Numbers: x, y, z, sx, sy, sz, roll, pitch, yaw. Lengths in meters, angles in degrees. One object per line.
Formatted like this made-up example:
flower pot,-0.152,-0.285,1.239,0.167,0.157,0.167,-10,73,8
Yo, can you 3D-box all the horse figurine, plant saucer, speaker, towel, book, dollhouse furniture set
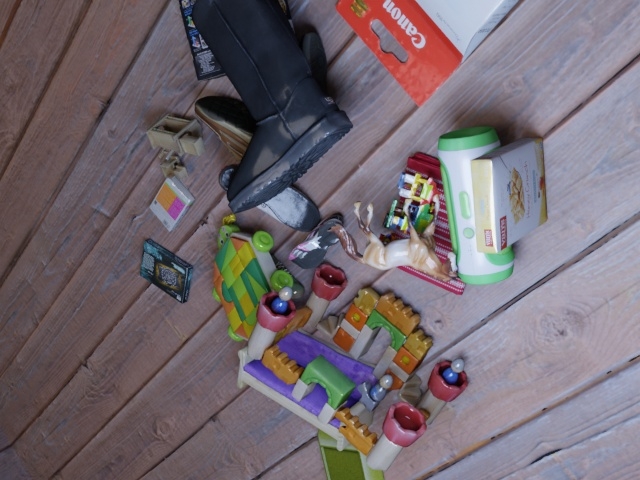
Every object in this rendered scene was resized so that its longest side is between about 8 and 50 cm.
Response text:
horse figurine,0.152,0.001,1.570,0.263,0.066,0.175,-4,101,22
plant saucer,0.073,0.596,2.030,0.188,0.045,0.188,-4,103,39
speaker,0.310,-0.069,1.524,0.131,0.131,0.297,1,109,37
towel,0.255,-0.036,1.678,0.198,0.031,0.275,25,120,29
book,-0.421,-0.104,2.173,0.096,0.035,0.144,50,129,9
dollhouse furniture set,-0.346,-0.239,2.052,0.181,0.101,0.161,17,140,32

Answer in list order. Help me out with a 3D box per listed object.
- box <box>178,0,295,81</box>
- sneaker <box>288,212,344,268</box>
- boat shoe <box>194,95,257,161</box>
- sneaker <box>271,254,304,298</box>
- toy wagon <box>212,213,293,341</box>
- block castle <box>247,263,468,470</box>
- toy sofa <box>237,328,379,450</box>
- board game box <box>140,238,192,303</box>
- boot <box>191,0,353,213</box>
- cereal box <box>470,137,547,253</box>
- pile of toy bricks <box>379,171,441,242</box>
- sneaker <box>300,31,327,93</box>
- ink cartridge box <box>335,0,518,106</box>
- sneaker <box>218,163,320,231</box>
box,-0.210,-0.553,1.826,0.295,0.073,0.294,-6,101,39
sneaker,0.000,0.000,1.858,0.178,0.077,0.072,-37,107,30
boat shoe,-0.185,-0.246,1.886,0.324,0.122,0.120,34,129,24
sneaker,-0.123,0.082,1.986,0.192,0.064,0.086,20,122,34
toy wagon,-0.199,0.087,1.967,0.267,0.068,0.345,-49,59,41
block castle,0.089,0.257,1.733,0.453,0.303,0.213,39,124,19
toy sofa,-0.033,0.353,1.959,0.362,0.150,0.177,26,121,28
board game box,-0.457,0.089,2.272,0.186,0.026,0.126,30,121,27
boot,-0.172,-0.334,1.712,0.367,0.146,0.445,-37,81,29
cereal box,0.358,-0.089,1.443,0.047,0.240,0.173,4,108,37
pile of toy bricks,0.199,-0.043,1.648,0.105,0.118,0.212,16,106,-4
sneaker,-0.050,-0.360,1.761,0.130,0.087,0.228,9,117,28
ink cartridge box,0.203,-0.499,1.517,0.308,0.091,0.385,52,128,11
sneaker,-0.127,-0.114,1.911,0.270,0.145,0.090,26,95,-10
